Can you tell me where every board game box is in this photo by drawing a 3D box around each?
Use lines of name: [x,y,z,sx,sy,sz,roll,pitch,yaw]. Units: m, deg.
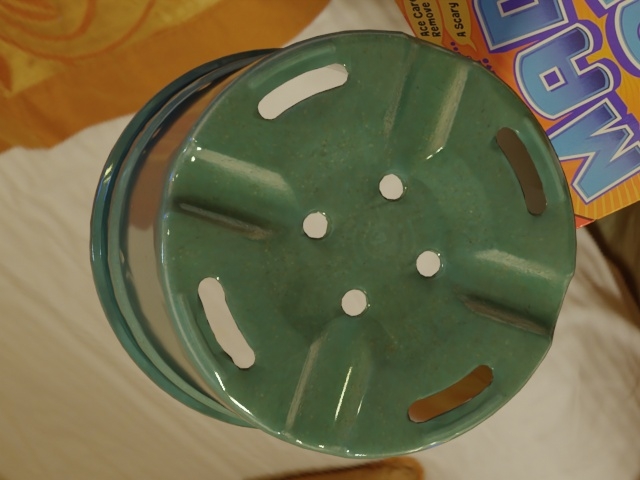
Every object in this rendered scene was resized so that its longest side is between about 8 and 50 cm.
board game box: [0.344,-0.280,1.292,0.357,0.356,0.356,-27,110,20]

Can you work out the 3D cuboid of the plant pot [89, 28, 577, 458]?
plant pot: [0.000,0.000,0.755,0.341,0.341,0.334,28,175,-10]
